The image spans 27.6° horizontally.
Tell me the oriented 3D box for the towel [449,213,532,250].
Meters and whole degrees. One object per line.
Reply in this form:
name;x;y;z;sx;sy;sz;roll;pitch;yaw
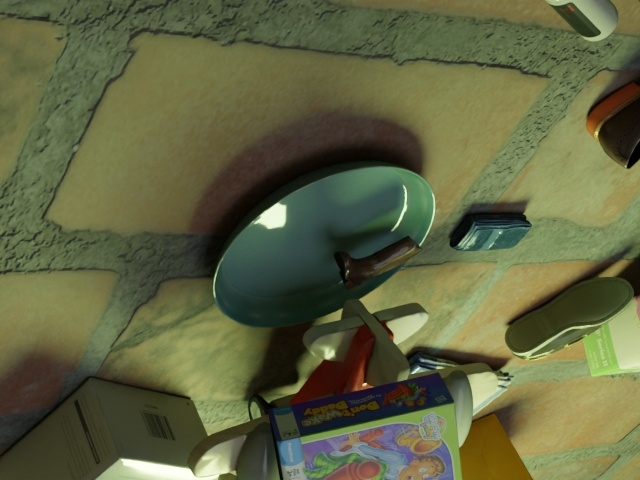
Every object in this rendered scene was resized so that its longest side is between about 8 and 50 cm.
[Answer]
towel;0.247;-0.009;1.895;0.119;0.029;0.067;-3;141;-37

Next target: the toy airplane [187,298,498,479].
toy airplane;0.049;0.264;1.852;0.386;0.272;0.384;-29;156;12

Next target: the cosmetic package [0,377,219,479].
cosmetic package;-0.302;0.327;1.842;0.224;0.138;0.224;-40;147;20

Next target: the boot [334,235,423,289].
boot;0.078;0.018;1.710;0.114;0.037;0.106;-23;162;-3

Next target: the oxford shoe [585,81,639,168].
oxford shoe;0.498;-0.195;1.758;0.271;0.098;0.097;-36;148;12

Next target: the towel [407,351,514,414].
towel;0.183;0.274;2.251;0.209;0.034;0.285;-43;144;26

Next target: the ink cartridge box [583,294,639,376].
ink cartridge box;0.638;0.135;2.196;0.207;0.119;0.353;-1;165;-37

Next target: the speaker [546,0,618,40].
speaker;0.297;-0.282;1.518;0.055;0.055;0.136;-40;147;17

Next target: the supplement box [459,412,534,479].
supplement box;0.312;0.471;2.482;0.129;0.191;0.194;-21;147;-12

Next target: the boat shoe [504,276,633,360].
boat shoe;0.420;0.132;2.193;0.227;0.081;0.069;-26;152;8

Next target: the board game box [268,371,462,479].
board game box;0.072;0.363;1.741;0.233;0.078;0.347;-12;117;-6

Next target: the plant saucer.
plant saucer;0.000;0.000;1.699;0.317;0.044;0.318;-21;148;-14
